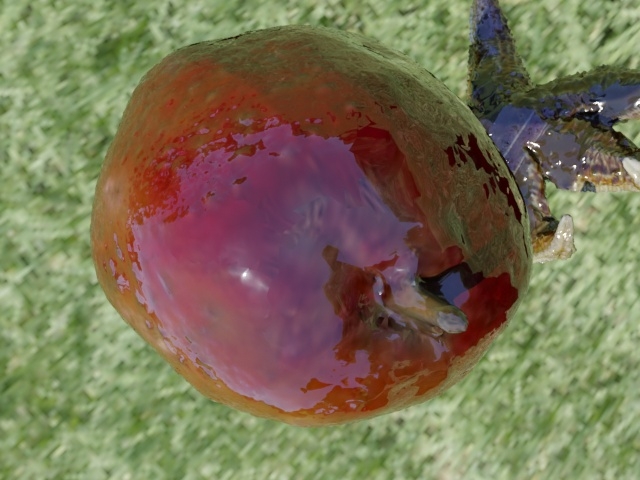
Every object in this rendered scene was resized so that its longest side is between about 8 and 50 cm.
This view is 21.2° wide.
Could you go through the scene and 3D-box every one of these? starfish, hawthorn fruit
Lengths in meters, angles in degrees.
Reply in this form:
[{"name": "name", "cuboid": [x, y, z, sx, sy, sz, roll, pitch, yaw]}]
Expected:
[{"name": "starfish", "cuboid": [0.135, -0.083, 1.175, 0.238, 0.216, 0.071, 1, 152, 25]}, {"name": "hawthorn fruit", "cuboid": [0.000, 0.000, 0.856, 0.249, 0.215, 0.215, 44, 141, 51]}]
